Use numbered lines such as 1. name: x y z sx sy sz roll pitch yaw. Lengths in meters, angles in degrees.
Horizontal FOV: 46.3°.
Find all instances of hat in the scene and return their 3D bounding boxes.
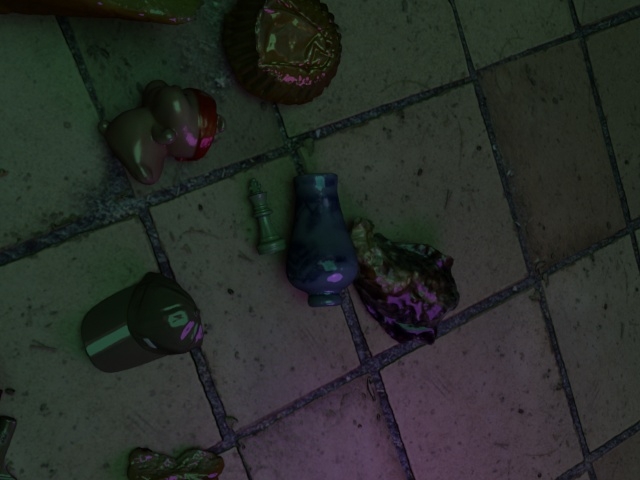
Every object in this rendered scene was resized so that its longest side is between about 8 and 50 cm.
1. hat: -0.317 0.161 1.334 0.173 0.144 0.166 -33 105 -43

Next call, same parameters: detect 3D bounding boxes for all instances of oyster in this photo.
1. oyster: 0.172 0.091 1.562 0.271 0.100 0.275 1 94 -21

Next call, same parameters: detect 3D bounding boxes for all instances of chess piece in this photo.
1. chess piece: -0.112 -0.048 1.455 0.059 0.059 0.149 -17 92 -23

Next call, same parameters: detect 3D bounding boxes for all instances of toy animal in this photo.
1. toy animal: -0.271 -0.195 1.316 0.197 0.171 0.171 -35 106 -17

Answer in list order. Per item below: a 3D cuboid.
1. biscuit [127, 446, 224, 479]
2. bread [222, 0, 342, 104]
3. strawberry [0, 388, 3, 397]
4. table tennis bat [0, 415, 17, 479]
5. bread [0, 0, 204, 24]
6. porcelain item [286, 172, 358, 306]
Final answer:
1. biscuit: -0.269 0.451 1.401 0.183 0.061 0.118 5 92 -25
2. bread: -0.059 -0.372 1.412 0.240 0.139 0.240 -3 96 -27
3. strawberry: -0.623 0.285 1.139 0.257 0.261 0.261 25 82 -31
4. table tennis bat: -0.574 0.423 1.283 0.138 0.022 0.247 20 86 -25
5. bread: -0.355 -0.471 1.128 0.361 0.245 0.233 4 85 -6
6. porcelain item: 0.000 0.000 1.467 0.141 0.141 0.259 -1 84 -25
